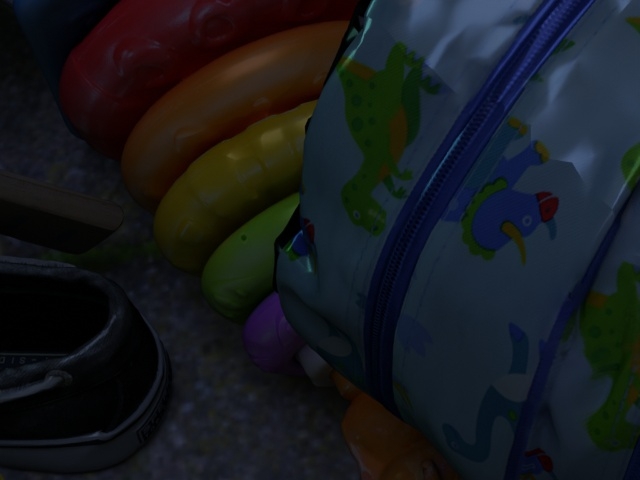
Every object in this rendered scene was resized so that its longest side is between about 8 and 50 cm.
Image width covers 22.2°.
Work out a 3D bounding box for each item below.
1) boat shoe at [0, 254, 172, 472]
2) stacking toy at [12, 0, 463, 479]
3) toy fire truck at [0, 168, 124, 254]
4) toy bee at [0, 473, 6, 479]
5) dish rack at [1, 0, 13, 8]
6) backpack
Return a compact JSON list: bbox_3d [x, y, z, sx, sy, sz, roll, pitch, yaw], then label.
[{"bbox_3d":[-0.225,0.050,0.732,0.306,0.105,0.113,4,62,12],"label":"boat shoe"},{"bbox_3d":[0.000,0.000,0.712,0.166,0.175,0.301,-23,71,-6],"label":"stacking toy"},{"bbox_3d":[-0.231,-0.064,0.764,0.158,0.217,0.246,-33,93,-19],"label":"toy fire truck"},{"bbox_3d":[-0.116,0.190,0.598,0.162,0.195,0.298,-9,39,-21],"label":"toy bee"},{"bbox_3d":[-0.209,-0.265,0.802,0.072,0.285,0.332,-38,58,14],"label":"dish rack"},{"bbox_3d":[0.146,-0.054,0.586,0.356,0.290,0.273,-23,61,-25],"label":"backpack"}]
